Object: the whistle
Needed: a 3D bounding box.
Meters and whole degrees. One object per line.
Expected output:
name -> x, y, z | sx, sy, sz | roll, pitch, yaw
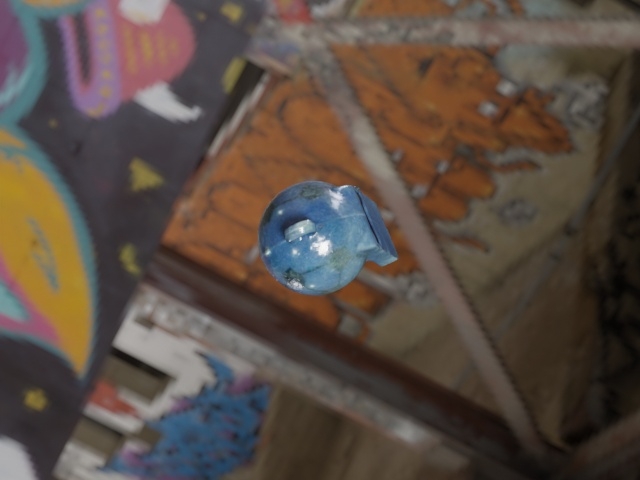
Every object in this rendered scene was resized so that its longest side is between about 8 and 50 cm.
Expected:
whistle -> 0.000, 0.000, 1.346 | 0.090, 0.090, 0.158 | -62, 167, 0
